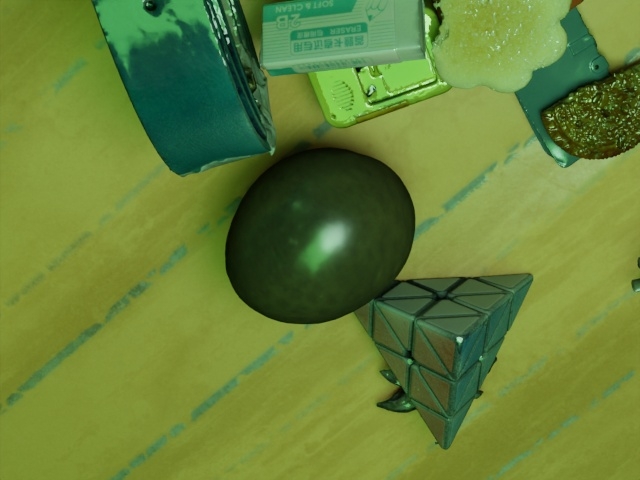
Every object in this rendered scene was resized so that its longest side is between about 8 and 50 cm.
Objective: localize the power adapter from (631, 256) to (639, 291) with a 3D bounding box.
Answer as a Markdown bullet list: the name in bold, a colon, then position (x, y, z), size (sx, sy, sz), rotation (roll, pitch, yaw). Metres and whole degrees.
- **power adapter**: position (0.607, 0.045, 1.981), size (0.255, 0.124, 0.187), rotation (-4, 142, 0)

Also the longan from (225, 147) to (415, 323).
- **longan**: position (0.000, 0.000, 1.918), size (0.300, 0.243, 0.300), rotation (-9, 151, -5)

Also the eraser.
- **eraser**: position (0.030, -0.287, 1.788), size (0.225, 0.052, 0.096), rotation (-4, 73, 14)

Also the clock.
- **clock**: position (0.085, -0.259, 1.874), size (0.202, 0.096, 0.143), rotation (-18, 116, 8)

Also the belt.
- **belt**: position (-0.189, -0.301, 1.739), size (0.173, 0.300, 0.437), rotation (-12, 117, 7)

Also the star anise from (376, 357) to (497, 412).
- **star anise**: position (0.188, 0.220, 2.112), size (0.204, 0.061, 0.181), rotation (-6, 114, 2)

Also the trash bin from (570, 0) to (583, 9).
- **trash bin**: position (0.272, -0.424, 1.763), size (0.184, 0.161, 0.239), rotation (24, 136, 36)

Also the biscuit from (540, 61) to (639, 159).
- **biscuit**: position (0.430, -0.184, 1.910), size (0.206, 0.025, 0.126), rotation (-27, 113, -5)

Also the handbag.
- **handbag**: position (0.359, -0.233, 1.918), size (0.144, 0.057, 0.221), rotation (-31, 110, 5)

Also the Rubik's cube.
- **Rubik's cube**: position (0.188, 0.151, 2.002), size (0.228, 0.228, 0.233), rotation (30, 131, -35)

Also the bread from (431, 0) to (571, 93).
- **bread**: position (0.242, -0.298, 1.735), size (0.181, 0.039, 0.251), rotation (10, 134, 11)
